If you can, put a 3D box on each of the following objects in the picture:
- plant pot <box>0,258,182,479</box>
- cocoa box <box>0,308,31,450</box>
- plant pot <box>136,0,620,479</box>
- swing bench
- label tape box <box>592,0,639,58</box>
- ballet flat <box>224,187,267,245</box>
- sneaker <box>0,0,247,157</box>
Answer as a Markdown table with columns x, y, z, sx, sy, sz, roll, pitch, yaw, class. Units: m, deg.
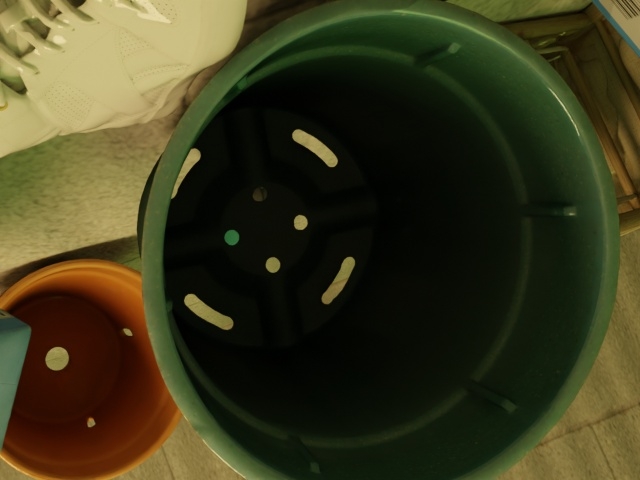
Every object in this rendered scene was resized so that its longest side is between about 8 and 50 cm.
| x | y | z | sx | sy | sz | roll | pitch | yaw | class |
| --- | --- | --- | --- | --- | --- | --- | --- | --- | --- |
| -0.347 | 0.173 | 1.213 | 0.291 | 0.290 | 0.203 | -17 | -174 | -28 | plant pot |
| -0.418 | 0.191 | 0.679 | 0.231 | 0.228 | 0.346 | -7 | 117 | -62 | cocoa box |
| 0.000 | 0.000 | 0.723 | 0.341 | 0.341 | 0.334 | -19 | -169 | -17 | plant pot |
| 0.253 | -0.112 | 0.960 | 0.255 | 0.253 | 0.165 | -19 | 171 | -13 | swing bench |
| 0.257 | -0.209 | 0.283 | 0.348 | 0.115 | 0.249 | -35 | -176 | 7 | label tape box |
| -0.090 | -0.036 | 1.183 | 0.074 | 0.074 | 0.203 | -19 | 168 | -20 | ballet flat |
| -0.147 | -0.113 | 0.471 | 0.169 | 0.108 | 0.292 | -22 | 173 | -24 | sneaker |
